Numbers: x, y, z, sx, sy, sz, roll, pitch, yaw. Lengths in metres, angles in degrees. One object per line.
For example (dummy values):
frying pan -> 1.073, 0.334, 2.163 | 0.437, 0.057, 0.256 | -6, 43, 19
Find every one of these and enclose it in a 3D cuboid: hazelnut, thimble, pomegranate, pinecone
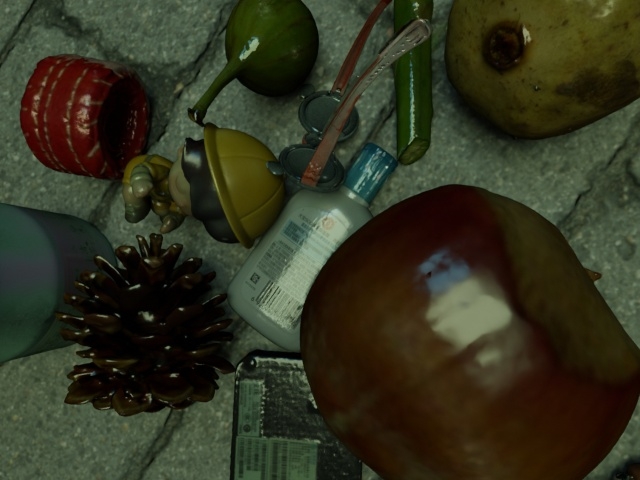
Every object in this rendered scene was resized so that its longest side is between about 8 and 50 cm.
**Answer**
hazelnut -> 0.162, 0.123, 0.503 | 0.364, 0.366, 0.367 | 0, 88, 7
thimble -> -0.369, -0.197, 0.661 | 0.124, 0.163, 0.190 | 9, 89, 6
pomegranate -> 0.304, -0.274, 0.525 | 0.280, 0.281, 0.282 | 0, 88, 7
pinecone -> -0.252, 0.118, 0.595 | 0.263, 0.264, 0.265 | 0, 88, 7

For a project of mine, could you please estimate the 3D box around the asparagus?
asparagus -> 0.147, -0.260, 0.650 | 0.067, 0.060, 0.278 | -2, 88, -3

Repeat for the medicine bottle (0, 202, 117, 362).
medicine bottle -> -0.492, 0.064, 0.603 | 0.244, 0.290, 0.246 | 0, 87, 7

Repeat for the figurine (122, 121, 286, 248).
figurine -> -0.177, -0.086, 0.626 | 0.256, 0.192, 0.167 | 9, 70, 18

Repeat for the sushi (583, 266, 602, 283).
sushi -> 0.362, 0.081, 0.616 | 0.118, 0.061, 0.060 | -41, 92, 24

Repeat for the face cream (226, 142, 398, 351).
face cream -> 0.000, 0.000, 0.648 | 0.163, 0.080, 0.337 | 35, 92, 8

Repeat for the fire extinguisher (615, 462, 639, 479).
fire extinguisher -> 0.505, 0.341, 0.591 | 0.177, 0.050, 0.062 | -14, 125, 8

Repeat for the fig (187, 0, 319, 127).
fig -> -0.111, -0.265, 0.590 | 0.151, 0.151, 0.259 | 42, 52, 7

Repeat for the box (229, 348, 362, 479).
box -> -0.037, 0.358, 0.653 | 0.211, 0.058, 0.351 | 1, 88, 8

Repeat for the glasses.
glasses -> 0.032, -0.217, 0.539 | 0.117, 0.268, 0.234 | 22, 51, -7
